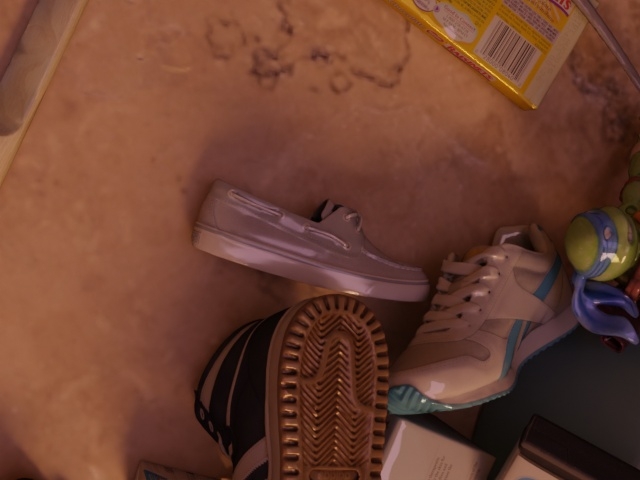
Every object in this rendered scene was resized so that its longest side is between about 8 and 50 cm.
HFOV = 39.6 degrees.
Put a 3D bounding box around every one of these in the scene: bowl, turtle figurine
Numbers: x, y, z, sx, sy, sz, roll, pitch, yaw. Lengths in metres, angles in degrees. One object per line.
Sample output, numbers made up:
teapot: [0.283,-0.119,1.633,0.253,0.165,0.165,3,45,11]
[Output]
bowl: [0.293,0.203,0.712,0.312,0.163,0.311,-2,97,-17]
turtle figurine: [0.321,-0.040,0.653,0.266,0.198,0.274,12,84,-26]

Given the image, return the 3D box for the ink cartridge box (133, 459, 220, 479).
ink cartridge box: [-0.093,0.189,0.644,0.083,0.048,0.028,19,89,-18]

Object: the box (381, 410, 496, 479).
box: [0.055,0.177,0.663,0.087,0.102,0.101,25,88,-20]

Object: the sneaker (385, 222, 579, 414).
sneaker: [0.110,0.056,0.647,0.229,0.087,0.092,-28,102,-50]

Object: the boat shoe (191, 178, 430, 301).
boat shoe: [0.000,0.000,0.653,0.184,0.066,0.063,16,91,-9]

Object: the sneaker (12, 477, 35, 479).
sneaker: [-0.185,0.298,0.557,0.135,0.097,0.276,-30,66,-1]

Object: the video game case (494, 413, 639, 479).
video game case: [0.222,0.277,0.617,0.275,0.035,0.248,28,127,15]

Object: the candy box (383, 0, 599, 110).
candy box: [0.113,-0.200,0.684,0.206,0.027,0.105,34,81,-18]

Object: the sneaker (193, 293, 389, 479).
sneaker: [-0.033,0.179,0.595,0.099,0.153,0.282,14,78,-24]

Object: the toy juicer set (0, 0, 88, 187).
toy juicer set: [-0.310,-0.077,0.527,0.329,0.089,0.209,3,94,-19]
